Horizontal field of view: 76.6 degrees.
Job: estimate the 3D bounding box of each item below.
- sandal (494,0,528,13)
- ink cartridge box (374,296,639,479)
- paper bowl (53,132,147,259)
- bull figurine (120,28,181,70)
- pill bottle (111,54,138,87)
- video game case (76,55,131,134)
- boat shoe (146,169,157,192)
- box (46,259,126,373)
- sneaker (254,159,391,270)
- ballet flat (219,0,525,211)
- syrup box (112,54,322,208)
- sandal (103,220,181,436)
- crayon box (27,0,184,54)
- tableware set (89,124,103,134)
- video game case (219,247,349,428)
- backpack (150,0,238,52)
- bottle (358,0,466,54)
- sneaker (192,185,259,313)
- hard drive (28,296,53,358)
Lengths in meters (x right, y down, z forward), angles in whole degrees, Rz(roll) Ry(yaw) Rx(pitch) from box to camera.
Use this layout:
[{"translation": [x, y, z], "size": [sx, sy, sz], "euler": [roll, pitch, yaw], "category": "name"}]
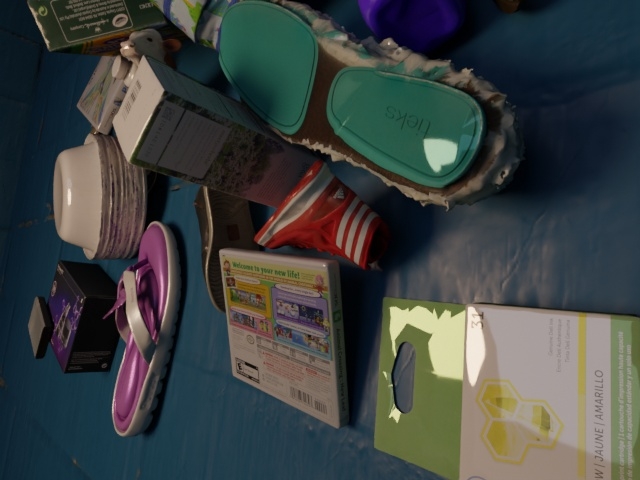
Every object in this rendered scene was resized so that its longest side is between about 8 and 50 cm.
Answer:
[{"translation": [0.166, -0.323, 0.401], "size": [0.060, 0.090, 0.219], "euler": [-28, 61, 26], "category": "sandal"}, {"translation": [0.135, 0.138, 0.351], "size": [0.235, 0.056, 0.170], "euler": [-1, 81, 41], "category": "ink cartridge box"}, {"translation": [-0.504, -0.096, 0.911], "size": [0.285, 0.148, 0.283], "euler": [3, 93, 50], "category": "paper bowl"}, {"translation": [-0.310, -0.246, 0.765], "size": [0.310, 0.101, 0.188], "euler": [160, 117, -75], "category": "bull figurine"}, {"translation": [-0.406, -0.373, 0.929], "size": [0.067, 0.120, 0.066], "euler": [-11, 74, 43], "category": "pill bottle"}, {"translation": [-0.581, -0.471, 1.141], "size": [0.329, 0.036, 0.299], "euler": [36, 98, 44], "category": "video game case"}, {"translation": [-0.399, -0.174, 0.933], "size": [0.049, 0.043, 0.136], "euler": [28, 102, 41], "category": "boat shoe"}, {"translation": [-0.581, 0.176, 0.989], "size": [0.261, 0.103, 0.184], "euler": [22, 93, 44], "category": "box"}, {"translation": [0.000, 0.000, 0.489], "size": [0.087, 0.128, 0.221], "euler": [-52, 6, -17], "category": "sneaker"}, {"translation": [0.036, -0.154, 0.451], "size": [0.409, 0.147, 0.146], "euler": [42, 110, 33], "category": "ballet flat"}, {"translation": [-0.121, -0.125, 0.522], "size": [0.093, 0.237, 0.096], "euler": [-52, 51, 22], "category": "syrup box"}, {"translation": [-0.353, 0.160, 0.773], "size": [0.170, 0.102, 0.415], "euler": [-7, 76, 42], "category": "sandal"}, {"translation": [-0.374, -0.431, 0.801], "size": [0.322, 0.204, 0.083], "euler": [-103, -1, -66], "category": "crayon box"}, {"translation": [-0.615, -0.346, 1.181], "size": [0.194, 0.039, 0.128], "euler": [-34, 48, 27], "category": "tableware set"}, {"translation": [-0.054, 0.111, 0.518], "size": [0.213, 0.023, 0.193], "euler": [4, 102, 44], "category": "video game case"}, {"translation": [-0.111, -0.443, 0.566], "size": [0.356, 0.273, 0.289], "euler": [-25, 37, 27], "category": "backpack"}, {"translation": [0.088, -0.348, 0.457], "size": [0.092, 0.118, 0.282], "euler": [-23, 60, 40], "category": "bottle"}, {"translation": [-0.155, 0.003, 0.654], "size": [0.118, 0.083, 0.221], "euler": [-10, 82, 63], "category": "sneaker"}, {"translation": [-0.696, 0.214, 1.006], "size": [0.135, 0.022, 0.094], "euler": [35, 108, 42], "category": "hard drive"}]
